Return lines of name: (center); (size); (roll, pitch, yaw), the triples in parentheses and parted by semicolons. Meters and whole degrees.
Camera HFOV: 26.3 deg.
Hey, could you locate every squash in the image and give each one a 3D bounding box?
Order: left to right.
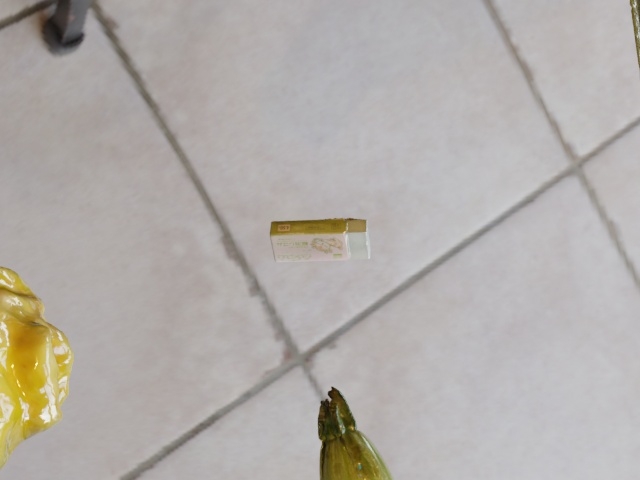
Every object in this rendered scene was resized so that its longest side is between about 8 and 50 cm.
squash: (0.054, 0.324, 1.488); (0.094, 0.094, 0.340); (-11, 95, -28)

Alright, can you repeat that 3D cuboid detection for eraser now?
eraser: (0.000, 0.000, 1.173); (0.083, 0.038, 0.019); (-2, 46, 8)

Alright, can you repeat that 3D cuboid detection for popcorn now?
popcorn: (-0.401, 0.144, 1.317); (0.297, 0.316, 0.281); (-49, 125, -61)

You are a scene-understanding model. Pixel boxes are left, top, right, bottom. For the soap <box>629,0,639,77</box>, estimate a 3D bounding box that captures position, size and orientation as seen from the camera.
soap: (0.294, -0.107, 0.873); (0.091, 0.199, 0.315); (-28, 124, -14)
